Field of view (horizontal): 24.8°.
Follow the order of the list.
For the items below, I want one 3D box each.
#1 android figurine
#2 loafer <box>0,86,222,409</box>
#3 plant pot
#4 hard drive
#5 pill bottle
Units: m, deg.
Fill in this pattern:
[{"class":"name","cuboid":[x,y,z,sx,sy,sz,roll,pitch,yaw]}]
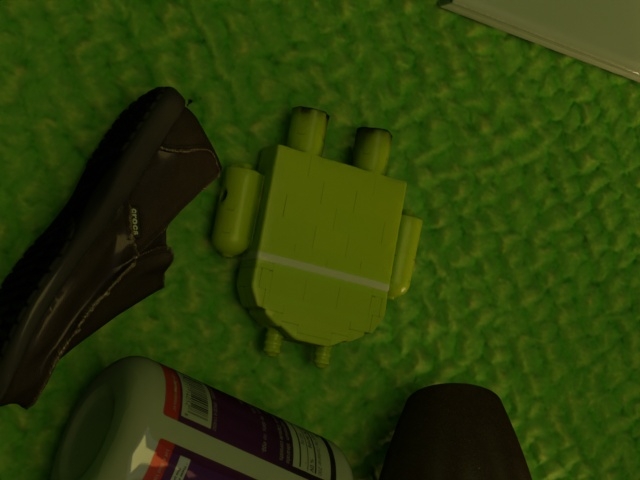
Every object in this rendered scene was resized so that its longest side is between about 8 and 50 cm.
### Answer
[{"class":"android figurine","cuboid":[0.000,0.000,1.583,0.248,0.056,0.273,13,82,-27]},{"class":"loafer","cuboid":[-0.205,0.021,1.429,0.130,0.134,0.366,38,72,-22]},{"class":"plant pot","cuboid":[0.148,0.281,1.577,0.215,0.215,0.231,20,56,-26]},{"class":"hard drive","cuboid":[0.296,-0.333,1.756,0.307,0.040,0.203,16,82,-27]},{"class":"pill bottle","cuboid":[-0.094,0.253,1.457,0.323,0.181,0.182,28,76,-25]}]
